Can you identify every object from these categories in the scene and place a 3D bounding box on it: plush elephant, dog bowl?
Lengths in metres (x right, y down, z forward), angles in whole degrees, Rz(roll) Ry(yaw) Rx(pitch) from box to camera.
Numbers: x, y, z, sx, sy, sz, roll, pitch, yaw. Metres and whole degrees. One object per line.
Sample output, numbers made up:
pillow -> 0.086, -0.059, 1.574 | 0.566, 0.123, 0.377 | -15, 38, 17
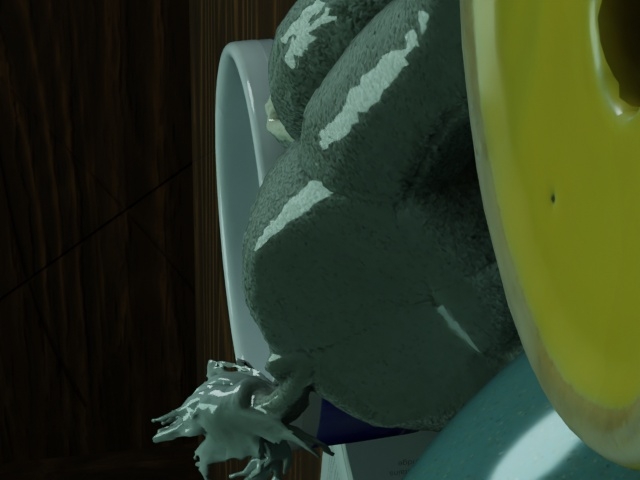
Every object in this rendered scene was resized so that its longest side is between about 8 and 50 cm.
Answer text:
plush elephant -> 0.088, -0.026, 0.915 | 0.330, 0.272, 0.255 | -34, 12, 38
dog bowl -> 0.000, 0.000, 1.271 | 0.265, 0.104, 0.264 | 174, 90, -81

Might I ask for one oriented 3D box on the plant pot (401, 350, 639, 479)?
plant pot -> 0.106, 0.168, 0.660 | 0.290, 0.195, 0.290 | 37, 137, 45

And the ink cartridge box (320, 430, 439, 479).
ink cartridge box -> 0.085, 0.292, 1.387 | 0.223, 0.129, 0.307 | 96, 166, -50

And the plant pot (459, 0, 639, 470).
plant pot -> 0.161, -0.047, 0.381 | 0.254, 0.239, 0.254 | 175, 90, -80
